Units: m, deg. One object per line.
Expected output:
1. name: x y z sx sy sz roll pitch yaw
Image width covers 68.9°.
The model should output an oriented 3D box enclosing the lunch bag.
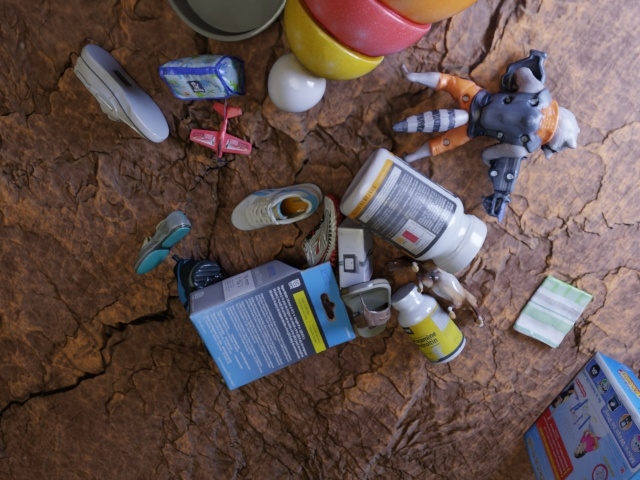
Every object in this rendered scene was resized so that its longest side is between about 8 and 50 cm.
1. lunch bag: -0.242 -0.344 0.975 0.129 0.151 0.096 2 100 11

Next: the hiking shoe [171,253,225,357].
1. hiking shoe: -0.296 0.175 1.223 0.132 0.113 0.303 16 123 39

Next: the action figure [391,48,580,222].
1. action figure: 0.318 -0.190 0.905 0.331 0.178 0.340 5 108 21

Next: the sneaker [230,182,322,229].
1. sneaker: -0.112 -0.074 1.081 0.229 0.092 0.087 -16 107 18

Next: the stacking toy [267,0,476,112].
1. stacking toy: 0.045 -0.423 0.853 0.350 0.350 0.480 46 130 -6

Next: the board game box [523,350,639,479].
1. board game box: 0.592 0.450 1.002 0.086 0.308 0.301 26 113 0

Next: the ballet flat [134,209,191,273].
1. ballet flat: -0.412 0.002 1.197 0.213 0.072 0.068 -41 70 21

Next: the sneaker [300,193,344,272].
1. sneaker: 0.000 0.000 1.086 0.093 0.088 0.225 14 112 9

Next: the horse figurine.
1. horse figurine: 0.270 0.106 1.042 0.263 0.174 0.066 38 109 10

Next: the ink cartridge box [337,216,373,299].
1. ink cartridge box: 0.083 0.041 1.072 0.060 0.104 0.179 3 111 17

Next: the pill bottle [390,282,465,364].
1. pill bottle: 0.246 0.191 1.093 0.103 0.103 0.184 -36 98 21

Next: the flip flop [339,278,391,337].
1. flip flop: 0.112 0.168 1.052 0.113 0.080 0.277 -14 144 0

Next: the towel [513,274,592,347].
1. towel: 0.529 0.165 1.066 0.113 0.023 0.151 24 113 2

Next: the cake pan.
1. cake pan: -0.183 -0.558 0.941 0.294 0.054 0.292 4 110 11

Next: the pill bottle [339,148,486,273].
1. pill bottle: 0.193 -0.056 0.978 0.279 0.162 0.162 33 113 -6

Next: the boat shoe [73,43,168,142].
1. boat shoe: -0.461 -0.318 1.069 0.088 0.096 0.267 -39 97 26

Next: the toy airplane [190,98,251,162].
1. toy airplane: -0.226 -0.253 1.075 0.151 0.028 0.151 3 110 9

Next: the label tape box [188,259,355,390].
1. label tape box: -0.112 0.184 1.128 0.334 0.106 0.240 -21 118 -6
